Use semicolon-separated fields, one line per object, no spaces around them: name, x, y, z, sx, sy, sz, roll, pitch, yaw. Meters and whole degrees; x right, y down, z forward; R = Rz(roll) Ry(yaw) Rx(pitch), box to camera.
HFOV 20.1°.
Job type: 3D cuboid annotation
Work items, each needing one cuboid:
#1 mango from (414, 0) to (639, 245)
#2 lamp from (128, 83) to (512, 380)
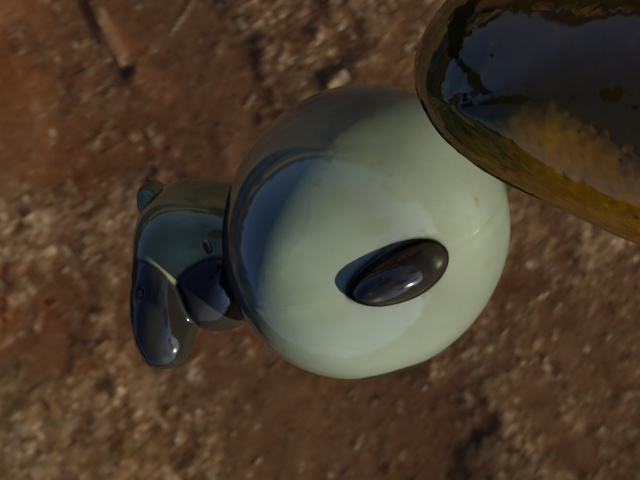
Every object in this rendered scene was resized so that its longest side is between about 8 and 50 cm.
mango;0.142;-0.055;0.622;0.221;0.151;0.120;14;114;40
lamp;0.000;0.000;1.130;0.244;0.198;0.197;-13;105;33
